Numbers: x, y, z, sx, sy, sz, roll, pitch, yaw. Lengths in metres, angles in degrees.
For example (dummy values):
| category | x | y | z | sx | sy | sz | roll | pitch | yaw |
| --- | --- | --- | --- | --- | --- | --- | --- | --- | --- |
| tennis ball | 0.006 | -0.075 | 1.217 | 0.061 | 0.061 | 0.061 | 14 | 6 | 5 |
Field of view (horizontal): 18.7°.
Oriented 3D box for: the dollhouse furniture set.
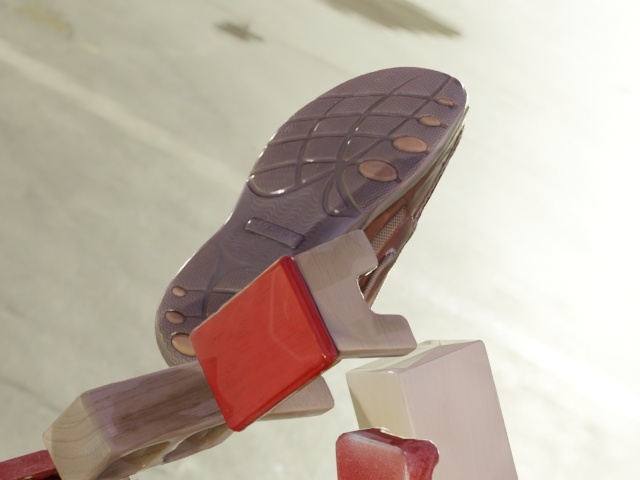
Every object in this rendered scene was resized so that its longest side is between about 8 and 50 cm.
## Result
| category | x | y | z | sx | sy | sz | roll | pitch | yaw |
| --- | --- | --- | --- | --- | --- | --- | --- | --- | --- |
| dollhouse furniture set | -0.087 | 0.177 | 1.142 | 0.152 | 0.374 | 0.201 | -14 | 71 | -43 |

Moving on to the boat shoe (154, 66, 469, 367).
| category | x | y | z | sx | sy | sz | roll | pitch | yaw |
| --- | --- | --- | --- | --- | --- | --- | --- | --- | --- |
| boat shoe | 0.000 | 0.000 | 1.441 | 0.123 | 0.324 | 0.116 | 27 | -28 | 32 |

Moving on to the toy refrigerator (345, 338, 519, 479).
| category | x | y | z | sx | sy | sz | roll | pitch | yaw |
| --- | --- | --- | --- | --- | --- | --- | --- | --- | --- |
| toy refrigerator | 0.114 | 0.232 | 1.758 | 0.102 | 0.269 | 0.094 | -20 | 9 | -33 |
